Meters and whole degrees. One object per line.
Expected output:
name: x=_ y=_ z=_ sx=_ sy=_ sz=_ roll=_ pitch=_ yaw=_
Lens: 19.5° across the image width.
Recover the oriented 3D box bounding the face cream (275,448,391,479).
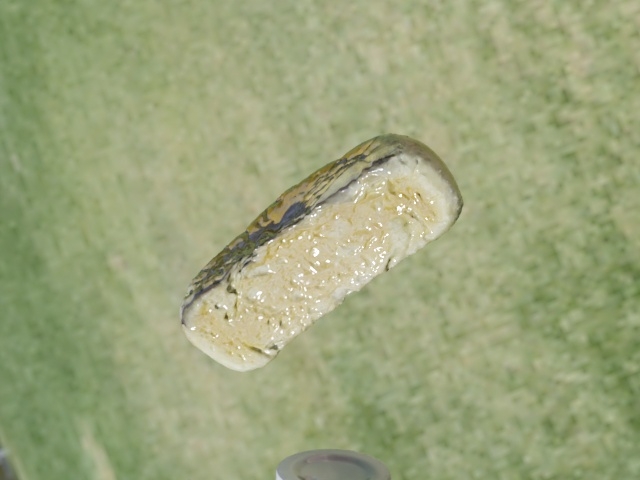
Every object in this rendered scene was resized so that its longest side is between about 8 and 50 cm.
face cream: x=0.001 y=0.127 z=0.546 sx=0.034 sy=0.034 sz=0.130 roll=-147 pitch=56 yaw=-60

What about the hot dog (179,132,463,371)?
hot dog: x=0.000 y=0.000 z=0.510 sx=0.030 sy=0.090 sz=0.034 roll=44 pitch=-156 yaw=-19
